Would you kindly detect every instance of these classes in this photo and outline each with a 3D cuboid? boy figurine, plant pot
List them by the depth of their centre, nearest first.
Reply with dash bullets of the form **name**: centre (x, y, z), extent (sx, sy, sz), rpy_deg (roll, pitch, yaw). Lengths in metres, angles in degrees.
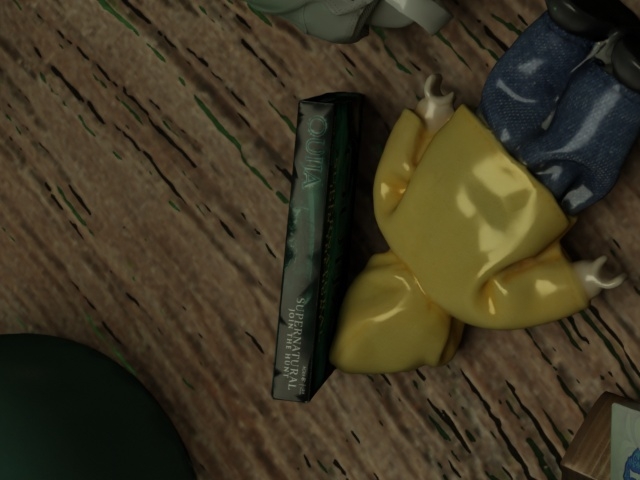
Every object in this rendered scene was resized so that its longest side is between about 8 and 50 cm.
- **boy figurine**: centre (0.109, -0.015, 1.187), extent (0.177, 0.092, 0.285), rpy_deg (43, 114, 20)
- **plant pot**: centre (-0.258, 0.199, 1.297), extent (0.293, 0.235, 0.293), rpy_deg (-2, 82, 18)

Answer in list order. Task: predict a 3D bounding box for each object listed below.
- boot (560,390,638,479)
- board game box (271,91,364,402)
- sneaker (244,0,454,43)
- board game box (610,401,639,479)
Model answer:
- **boot**: centre (0.203, 0.245, 1.105), extent (0.220, 0.109, 0.283), rpy_deg (26, 69, 19)
- **board game box**: centre (0.000, 0.000, 1.233), extent (0.026, 0.126, 0.186), rpy_deg (7, 99, 9)
- **sneaker**: centre (-0.049, -0.237, 1.241), extent (0.137, 0.210, 0.366), rpy_deg (-59, 32, 20)
- **board game box**: centre (0.296, 0.234, 0.986), extent (0.066, 0.319, 0.318), rpy_deg (-166, 75, -68)
